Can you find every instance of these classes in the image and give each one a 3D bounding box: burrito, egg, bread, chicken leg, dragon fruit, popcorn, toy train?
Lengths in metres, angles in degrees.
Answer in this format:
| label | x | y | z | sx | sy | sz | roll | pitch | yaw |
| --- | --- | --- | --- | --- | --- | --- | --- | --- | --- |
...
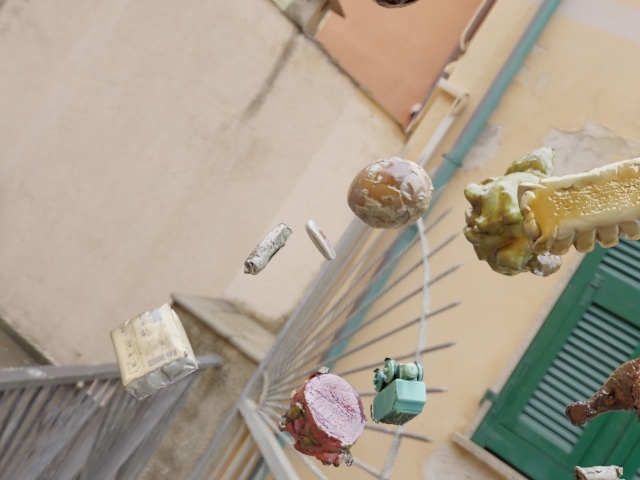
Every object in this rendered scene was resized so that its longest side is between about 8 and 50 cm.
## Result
| label | x | y | z | sx | sy | sz | roll | pitch | yaw |
| --- | --- | --- | --- | --- | --- | --- | --- | --- | --- |
| burrito | -0.138 | 0.024 | 1.816 | 0.058 | 0.188 | 0.045 | 15 | -40 | 36 |
| egg | 0.179 | -0.121 | 1.809 | 0.234 | 0.194 | 0.195 | 5 | -16 | 31 |
| bread | 0.572 | -0.064 | 1.419 | 0.312 | 0.172 | 0.121 | -11 | -26 | 18 |
| chicken leg | 0.655 | 0.316 | 1.415 | 0.083 | 0.177 | 0.322 | 51 | -27 | -8 |
| dragon fruit | 0.004 | 0.478 | 1.809 | 0.211 | 0.147 | 0.282 | 12 | 46 | -34 |
| popcorn | 0.490 | -0.072 | 1.688 | 0.290 | 0.325 | 0.321 | 5 | 1 | 9 |
| burrito | 0.643 | 0.546 | 1.597 | 0.149 | 0.055 | 0.041 | 6 | -5 | -26 |
| toy train | 0.217 | 0.426 | 1.938 | 0.112 | 0.162 | 0.203 | 8 | -32 | -13 |

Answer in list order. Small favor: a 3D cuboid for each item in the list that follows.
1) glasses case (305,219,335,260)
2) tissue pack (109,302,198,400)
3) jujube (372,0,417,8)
| label | x | y | z | sx | sy | sz | roll | pitch | yaw |
| --- | --- | --- | --- | --- | --- | --- | --- | --- | --- |
| glasses case | 0.000 | 0.000 | 1.237 | 0.083 | 0.021 | 0.032 | 55 | 23 | -12 |
| tissue pack | -0.436 | 0.287 | 1.800 | 0.222 | 0.186 | 0.090 | 53 | -12 | 45 |
| jujube | 0.191 | -0.586 | 1.444 | 0.168 | 0.237 | 0.168 | 155 | -90 | -86 |
